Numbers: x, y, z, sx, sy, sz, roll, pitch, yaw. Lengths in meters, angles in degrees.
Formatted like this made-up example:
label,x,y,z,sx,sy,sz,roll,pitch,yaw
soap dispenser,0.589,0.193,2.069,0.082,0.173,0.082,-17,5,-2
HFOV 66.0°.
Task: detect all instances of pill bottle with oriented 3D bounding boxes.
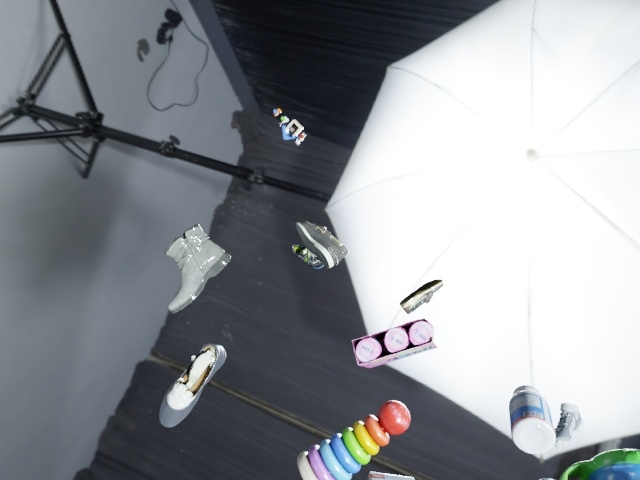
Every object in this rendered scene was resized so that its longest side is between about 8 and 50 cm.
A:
label,x,y,z,sx,sy,sz,roll,pitch,yaw
pill bottle,0.661,0.554,1.555,0.221,0.124,0.124,-38,144,-67

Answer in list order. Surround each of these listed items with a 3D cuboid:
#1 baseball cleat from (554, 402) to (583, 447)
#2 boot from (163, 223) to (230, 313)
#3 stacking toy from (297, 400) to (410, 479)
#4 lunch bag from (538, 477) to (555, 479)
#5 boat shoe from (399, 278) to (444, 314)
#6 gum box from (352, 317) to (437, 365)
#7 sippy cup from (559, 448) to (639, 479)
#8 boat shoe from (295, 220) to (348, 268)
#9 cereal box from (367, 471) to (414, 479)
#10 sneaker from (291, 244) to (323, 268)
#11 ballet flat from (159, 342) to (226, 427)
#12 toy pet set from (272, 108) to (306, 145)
label,x,y,z,sx,sy,sz,roll,pitch,yaw
baseball cleat,0.817,0.611,1.663,0.206,0.072,0.109,-7,83,-45
boot,-0.398,0.079,1.445,0.246,0.161,0.083,-48,-163,-8
stacking toy,0.101,0.554,1.352,0.330,0.141,0.141,-39,161,1
lunch bag,0.606,0.690,1.179,0.090,0.219,0.175,1,107,-64
boat shoe,0.314,0.171,1.506,0.152,0.049,0.056,-31,-168,-2
gum box,0.181,0.242,1.160,0.107,0.189,0.062,44,28,-65
sippy cup,0.646,0.577,0.966,0.240,0.306,0.224,53,42,-16
boat shoe,0.000,0.000,1.374,0.069,0.228,0.081,-28,126,-12
cereal box,0.263,0.887,1.674,0.240,0.173,0.047,-113,-146,-80
sneaker,-0.059,0.072,2.269,0.067,0.188,0.078,-58,155,-13
ballet flat,-0.283,0.307,1.074,0.203,0.074,0.074,-53,157,-25
toy pet set,-0.105,-0.342,1.528,0.065,0.122,0.114,-44,-177,20
